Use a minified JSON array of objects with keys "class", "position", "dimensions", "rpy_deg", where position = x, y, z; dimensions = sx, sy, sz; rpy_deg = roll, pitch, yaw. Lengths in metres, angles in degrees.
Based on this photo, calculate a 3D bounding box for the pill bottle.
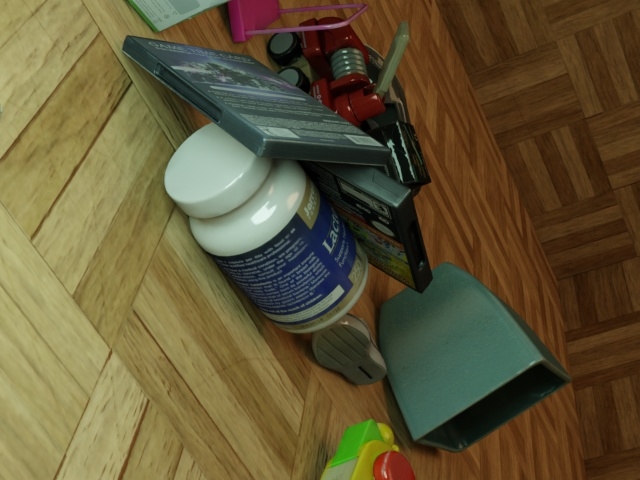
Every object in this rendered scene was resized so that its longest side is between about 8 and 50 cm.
[{"class":"pill bottle","position":[-0.062,-0.016,1.168],"dimensions":[0.264,0.153,0.153],"rpy_deg":[51,27,-43]}]

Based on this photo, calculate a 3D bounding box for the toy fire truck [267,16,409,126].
[{"class":"toy fire truck","position":[0.046,-0.277,1.562],"dimensions":[0.158,0.246,0.217],"rpy_deg":[44,33,-54]}]

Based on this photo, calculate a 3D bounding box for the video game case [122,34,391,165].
[{"class":"video game case","position":[-0.075,-0.160,1.119],"dimensions":[0.196,0.026,0.274],"rpy_deg":[-1,30,-46]}]

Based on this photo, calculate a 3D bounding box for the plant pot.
[{"class":"plant pot","position":[0.239,0.184,1.680],"dimensions":[0.252,0.247,0.248],"rpy_deg":[61,14,26]}]

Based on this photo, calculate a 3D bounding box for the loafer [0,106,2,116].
[{"class":"loafer","position":[-0.310,-0.127,0.695],"dimensions":[0.251,0.087,0.094],"rpy_deg":[27,47,-63]}]

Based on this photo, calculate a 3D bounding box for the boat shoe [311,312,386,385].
[{"class":"boat shoe","position":[0.032,0.142,1.410],"dimensions":[0.226,0.083,0.075],"rpy_deg":[61,6,-58]}]

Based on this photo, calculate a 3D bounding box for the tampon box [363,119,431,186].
[{"class":"tampon box","position":[0.130,-0.149,1.832],"dimensions":[0.161,0.101,0.120],"rpy_deg":[-10,82,-73]}]

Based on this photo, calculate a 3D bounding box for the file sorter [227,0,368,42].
[{"class":"file sorter","position":[-0.041,-0.471,1.489],"dimensions":[0.202,0.182,0.290],"rpy_deg":[-58,143,-63]}]

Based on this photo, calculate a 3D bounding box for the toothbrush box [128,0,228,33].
[{"class":"toothbrush box","position":[-0.209,-0.437,1.214],"dimensions":[0.206,0.122,0.283],"rpy_deg":[48,30,-49]}]

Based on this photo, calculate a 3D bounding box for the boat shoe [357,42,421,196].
[{"class":"boat shoe","position":[0.126,-0.227,1.943],"dimensions":[0.095,0.112,0.335],"rpy_deg":[-75,145,-66]}]

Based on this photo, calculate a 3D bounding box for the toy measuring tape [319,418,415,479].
[{"class":"toy measuring tape","position":[0.044,0.345,1.189],"dimensions":[0.121,0.121,0.330],"rpy_deg":[63,29,-20]}]

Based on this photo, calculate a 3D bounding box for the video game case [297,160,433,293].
[{"class":"video game case","position":[0.012,-0.059,1.240],"dimensions":[0.275,0.035,0.248],"rpy_deg":[32,-15,25]}]
